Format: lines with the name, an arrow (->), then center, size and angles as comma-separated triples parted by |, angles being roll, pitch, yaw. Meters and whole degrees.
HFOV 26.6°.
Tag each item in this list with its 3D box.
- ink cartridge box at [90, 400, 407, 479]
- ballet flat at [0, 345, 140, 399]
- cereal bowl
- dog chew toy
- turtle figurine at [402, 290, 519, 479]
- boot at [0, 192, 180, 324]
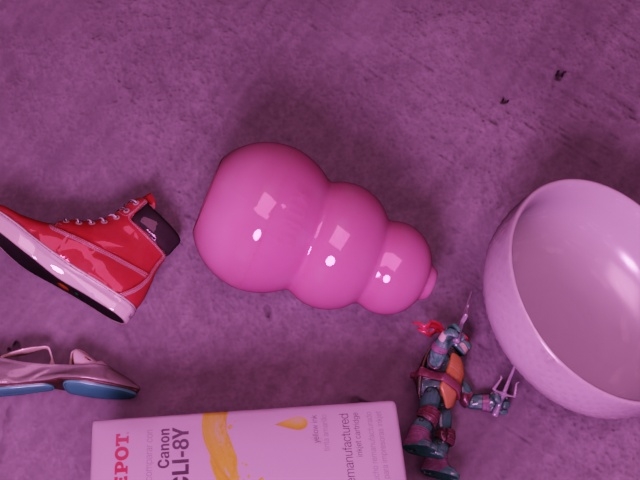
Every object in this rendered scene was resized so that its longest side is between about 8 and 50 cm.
ink cartridge box -> -0.086, 0.358, 1.639 | 0.385, 0.160, 0.279 | -4, 47, -3
ballet flat -> -0.347, 0.174, 1.809 | 0.213, 0.072, 0.068 | 1, 68, -4
cereal bowl -> 0.353, 0.092, 1.830 | 0.339, 0.141, 0.339 | 16, 56, -25
dog chew toy -> 0.000, 0.000, 1.835 | 0.332, 0.206, 0.206 | 22, 71, -6
turtle figurine -> 0.180, 0.197, 1.829 | 0.175, 0.118, 0.234 | 40, 58, -34
boot -> -0.325, -0.019, 1.868 | 0.244, 0.088, 0.176 | 31, 72, -3
